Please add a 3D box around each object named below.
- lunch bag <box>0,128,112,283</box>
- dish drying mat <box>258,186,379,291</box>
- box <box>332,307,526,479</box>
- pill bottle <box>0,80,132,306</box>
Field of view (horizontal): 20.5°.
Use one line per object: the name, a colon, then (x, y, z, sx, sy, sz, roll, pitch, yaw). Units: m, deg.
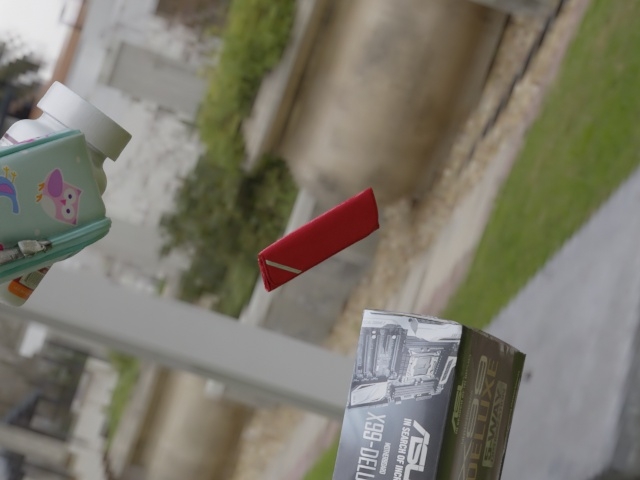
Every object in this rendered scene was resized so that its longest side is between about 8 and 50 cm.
lunch bag: (-0.305, -0.008, 1.390, 0.279, 0.224, 0.108, -6, 99, 47)
dish drying mat: (0.000, 0.000, 1.053, 0.008, 0.083, 0.032, 37, 149, 46)
box: (0.066, 0.213, 1.281, 0.242, 0.076, 0.307, 29, -109, -72)
pill bottle: (-0.302, -0.049, 1.855, 0.221, 0.121, 0.121, -55, 5, -3)
